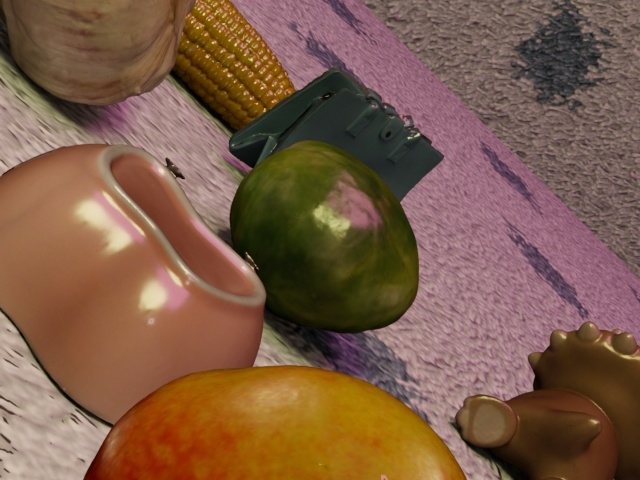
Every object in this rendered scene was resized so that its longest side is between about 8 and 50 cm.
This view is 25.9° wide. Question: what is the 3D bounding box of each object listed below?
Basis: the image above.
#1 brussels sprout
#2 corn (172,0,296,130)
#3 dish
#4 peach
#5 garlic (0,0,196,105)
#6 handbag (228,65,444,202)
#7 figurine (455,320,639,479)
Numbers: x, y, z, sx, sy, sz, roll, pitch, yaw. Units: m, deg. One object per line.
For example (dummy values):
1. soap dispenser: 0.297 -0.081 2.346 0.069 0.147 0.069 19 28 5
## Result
1. brussels sprout: 0.001 -0.005 1.123 0.161 0.144 0.180 5 17 -41
2. corn: -0.134 -0.222 1.392 0.313 0.102 0.102 45 15 -6
3. dish: -0.111 0.015 0.853 0.213 0.090 0.213 42 16 -15
4. peach: -0.018 0.150 0.592 0.197 0.197 0.197 43 15 -15
5. garlic: -0.207 -0.216 1.102 0.212 0.219 0.218 11 12 9
6. handbag: 0.021 -0.083 1.369 0.221 0.144 0.057 28 25 -54
7. figurine: 0.261 0.167 1.330 0.177 0.173 0.247 55 16 26
